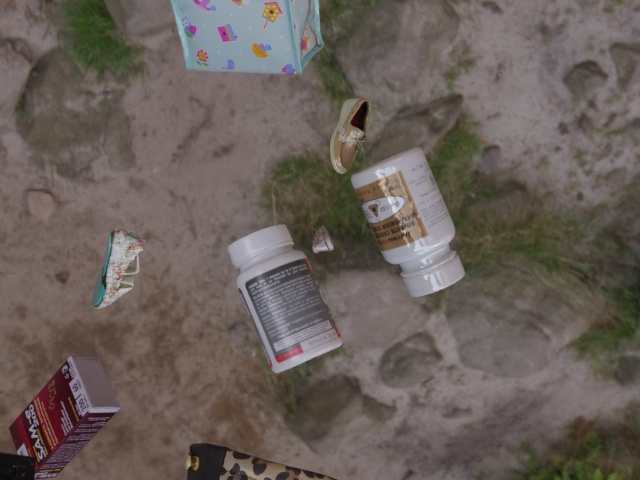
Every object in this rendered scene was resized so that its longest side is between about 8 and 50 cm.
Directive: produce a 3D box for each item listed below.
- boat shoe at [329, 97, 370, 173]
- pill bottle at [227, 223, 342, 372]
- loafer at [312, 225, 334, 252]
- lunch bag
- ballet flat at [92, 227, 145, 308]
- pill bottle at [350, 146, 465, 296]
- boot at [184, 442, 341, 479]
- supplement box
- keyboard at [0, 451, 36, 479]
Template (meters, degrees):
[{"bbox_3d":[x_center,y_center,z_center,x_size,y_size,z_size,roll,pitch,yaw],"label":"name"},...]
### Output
[{"bbox_3d":[0.051,-0.176,1.265,0.045,0.136,0.050,-4,159,44],"label":"boat shoe"},{"bbox_3d":[-0.079,0.119,1.615,0.161,0.283,0.161,-23,173,-3],"label":"pill bottle"},{"bbox_3d":[0.000,0.000,1.473,0.039,0.125,0.045,-23,98,0],"label":"loafer"},{"bbox_3d":[-0.124,-0.409,1.222,0.223,0.160,0.262,8,131,19],"label":"lunch bag"},{"bbox_3d":[-0.421,0.069,1.603,0.077,0.091,0.241,8,139,-22],"label":"ballet flat"},{"bbox_3d":[0.152,-0.029,1.289,0.131,0.131,0.229,-24,95,2],"label":"pill bottle"},{"bbox_3d":[-0.144,0.342,0.732,0.377,0.284,0.138,1,154,32],"label":"boot"},{"bbox_3d":[-0.513,0.353,1.527,0.239,0.130,0.073,-47,148,20],"label":"supplement box"},{"bbox_3d":[-0.468,0.483,1.154,0.033,0.317,0.201,-23,147,32],"label":"keyboard"}]
